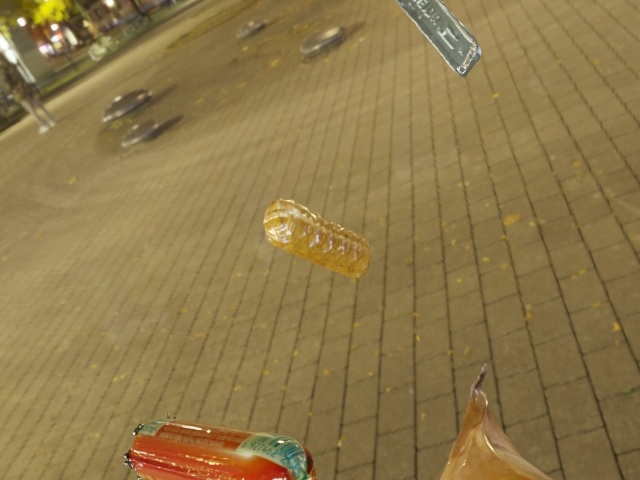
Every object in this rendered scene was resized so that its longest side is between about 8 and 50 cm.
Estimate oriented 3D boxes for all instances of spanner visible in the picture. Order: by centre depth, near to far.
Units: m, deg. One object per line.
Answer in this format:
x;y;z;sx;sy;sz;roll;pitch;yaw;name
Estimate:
0.027;-0.254;0.574;0.093;0.325;0.026;-38;25;20;spanner

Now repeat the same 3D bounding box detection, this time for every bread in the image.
0.000;0.000;0.773;0.044;0.157;0.052;-2;70;43;bread

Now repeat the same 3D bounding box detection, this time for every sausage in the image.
-0.091;0.212;0.668;0.263;0.083;0.083;-10;29;48;sausage

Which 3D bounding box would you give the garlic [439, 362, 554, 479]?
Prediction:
0.120;0.176;0.397;0.115;0.128;0.206;-33;15;-9;garlic
